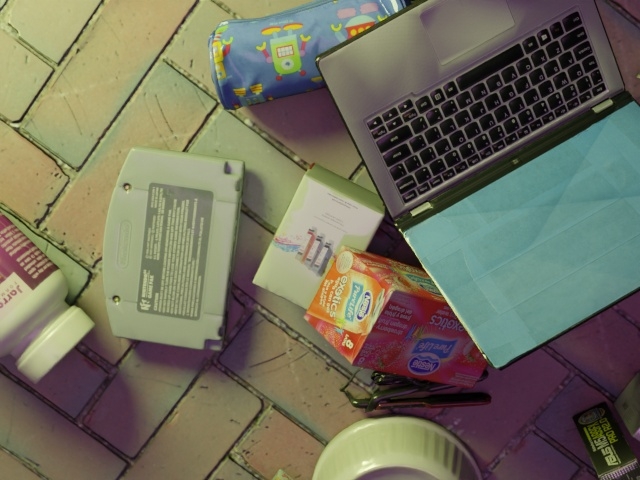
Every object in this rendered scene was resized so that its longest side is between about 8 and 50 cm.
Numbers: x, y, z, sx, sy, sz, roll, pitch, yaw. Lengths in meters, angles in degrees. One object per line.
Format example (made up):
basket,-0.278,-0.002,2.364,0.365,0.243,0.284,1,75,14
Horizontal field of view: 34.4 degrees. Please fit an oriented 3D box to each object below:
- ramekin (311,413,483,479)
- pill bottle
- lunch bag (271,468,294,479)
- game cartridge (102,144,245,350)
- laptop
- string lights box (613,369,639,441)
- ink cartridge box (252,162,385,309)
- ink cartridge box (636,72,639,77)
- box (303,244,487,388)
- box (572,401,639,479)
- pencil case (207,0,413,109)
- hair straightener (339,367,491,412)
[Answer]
ramekin,0.118,0.410,1.569,0.273,0.127,0.273,1,102,4
pill bottle,-0.482,0.064,1.518,0.301,0.169,0.169,45,102,-6
lunch bag,-0.046,0.405,1.609,0.083,0.071,0.053,41,98,-3
game cartridge,-0.225,0.011,1.547,0.196,0.060,0.294,8,103,-1
laptop,0.268,-0.128,1.328,0.382,0.236,0.408,-29,114,-4
string lights box,0.565,0.305,1.508,0.259,0.133,0.077,34,102,-4
ink cartridge box,0.000,0.000,1.487,0.127,0.128,0.176,27,104,-2
ink cartridge box,0.515,-0.231,1.415,0.143,0.092,0.090,7,102,2
box,0.124,0.110,1.437,0.257,0.128,0.123,16,107,-41
box,0.465,0.392,1.493,0.060,0.216,0.270,-28,100,10
pencil case,-0.007,-0.274,1.431,0.306,0.119,0.133,-14,112,7
hair straightener,0.141,0.211,1.572,0.230,0.047,0.089,-4,102,10
